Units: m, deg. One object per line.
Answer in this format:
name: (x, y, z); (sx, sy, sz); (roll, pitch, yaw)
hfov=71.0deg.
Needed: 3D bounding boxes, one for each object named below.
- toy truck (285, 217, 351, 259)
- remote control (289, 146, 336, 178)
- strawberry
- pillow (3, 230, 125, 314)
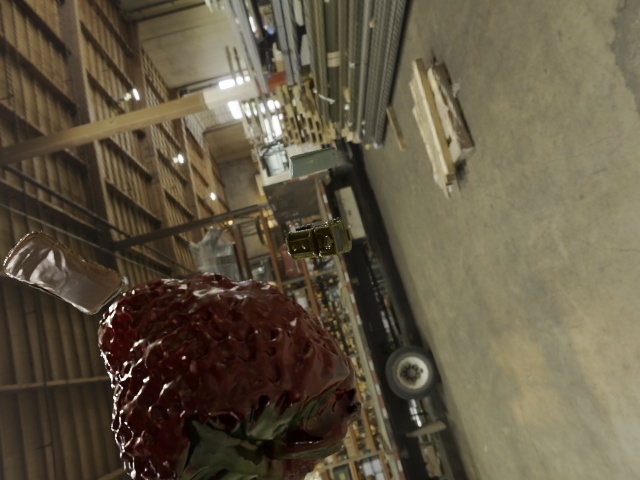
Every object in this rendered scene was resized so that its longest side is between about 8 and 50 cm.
toy truck: (0.000, 0.000, 0.606); (0.054, 0.083, 0.049); (-22, -79, -55)
remote control: (-0.018, -0.212, 1.225); (0.029, 0.162, 0.061); (34, 133, 40)
strawberry: (-0.107, 0.157, 0.505); (0.257, 0.261, 0.261); (-125, 16, -47)
pillow: (-0.523, 0.070, 0.920); (0.211, 0.135, 0.034); (41, -160, -31)
